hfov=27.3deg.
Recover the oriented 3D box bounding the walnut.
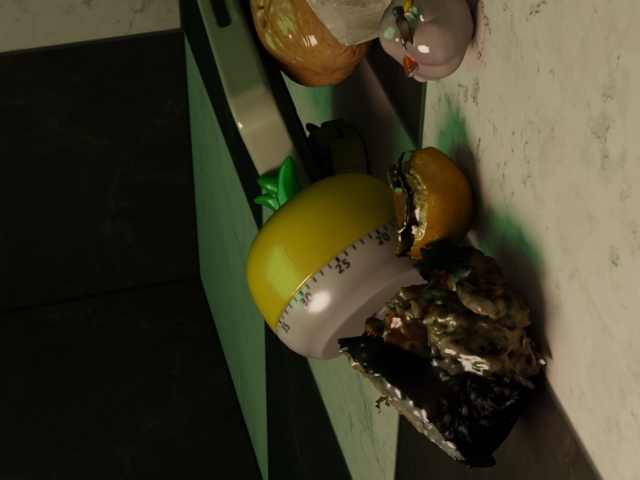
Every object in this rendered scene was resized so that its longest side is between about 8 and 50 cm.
[{"bbox_3d":[-0.008,-0.335,1.907,0.193,0.193,0.226,97,161,-54],"label":"walnut"}]

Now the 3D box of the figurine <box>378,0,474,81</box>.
[{"bbox_3d":[0.122,-0.260,1.560,0.229,0.111,0.137,-95,9,-62],"label":"figurine"}]

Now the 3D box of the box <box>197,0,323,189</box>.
[{"bbox_3d":[-0.078,-0.188,2.055,0.373,0.090,0.367,65,-175,-46],"label":"box"}]

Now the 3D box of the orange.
[{"bbox_3d":[0.137,-0.044,1.641,0.160,0.112,0.170,79,-160,-46],"label":"orange"}]

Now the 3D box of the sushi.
[{"bbox_3d":[0.158,0.124,1.530,0.238,0.219,0.225,25,166,44],"label":"sushi"}]

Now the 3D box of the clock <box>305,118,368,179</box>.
[{"bbox_3d":[0.021,-0.119,2.205,0.232,0.069,0.170,-124,27,-63],"label":"clock"}]

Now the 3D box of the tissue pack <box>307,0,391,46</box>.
[{"bbox_3d":[0.026,-0.414,1.720,0.201,0.124,0.271,45,-150,-72],"label":"tissue pack"}]

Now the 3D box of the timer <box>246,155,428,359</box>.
[{"bbox_3d":[0.000,0.000,1.833,0.285,0.285,0.285,170,90,-78],"label":"timer"}]
